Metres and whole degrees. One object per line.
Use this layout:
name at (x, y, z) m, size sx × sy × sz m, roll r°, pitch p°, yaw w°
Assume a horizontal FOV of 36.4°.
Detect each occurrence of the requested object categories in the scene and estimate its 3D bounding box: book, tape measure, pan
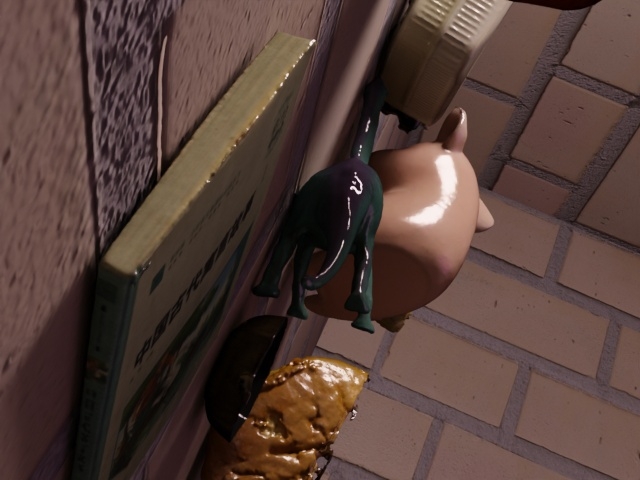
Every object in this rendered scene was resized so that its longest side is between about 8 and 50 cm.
book at (-0.085, 0.041, 0.566) m, size 0.283 × 0.025 × 0.215 m, roll 111°, pitch 5°, yaw -46°
tape measure at (0.167, -0.291, 1.280) m, size 0.231 × 0.133 × 0.271 m, roll -58°, pitch 175°, yaw -13°
pan at (-0.073, 0.115, 0.929) m, size 0.202 × 0.048 × 0.128 m, roll 108°, pitch 5°, yaw -65°

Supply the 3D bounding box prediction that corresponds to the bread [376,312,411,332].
bread at (0.086, 0.025, 1.538) m, size 0.162 × 0.204 × 0.262 m, roll -41°, pitch 160°, yaw -54°

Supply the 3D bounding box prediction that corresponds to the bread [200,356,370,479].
bread at (-0.062, 0.242, 1.181) m, size 0.261 × 0.147 × 0.160 m, roll -59°, pitch -177°, yaw -15°

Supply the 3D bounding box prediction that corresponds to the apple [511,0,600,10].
apple at (0.204, -0.331, 0.910) m, size 0.230 × 0.230 × 0.230 m, roll 23°, pitch 90°, yaw -86°

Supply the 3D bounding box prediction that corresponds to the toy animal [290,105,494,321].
toy animal at (0.103, -0.018, 1.300) m, size 0.195 × 0.212 × 0.256 m, roll 66°, pitch 33°, yaw -40°

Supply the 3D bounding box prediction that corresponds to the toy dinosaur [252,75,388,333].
toy dinosaur at (0.031, -0.080, 1.041) m, size 0.383 × 0.129 × 0.331 m, roll 85°, pitch 18°, yaw -79°
